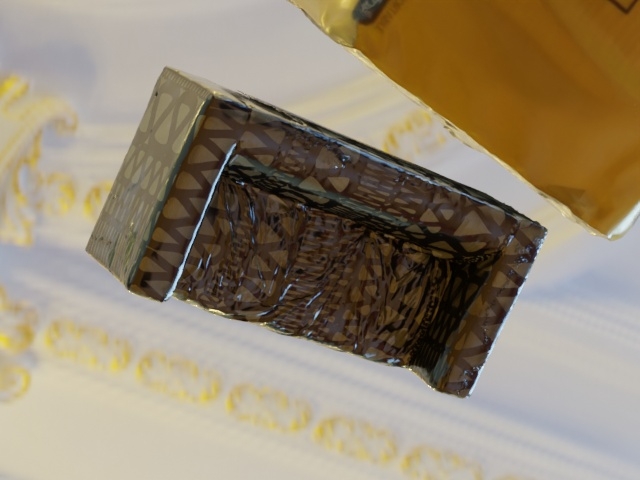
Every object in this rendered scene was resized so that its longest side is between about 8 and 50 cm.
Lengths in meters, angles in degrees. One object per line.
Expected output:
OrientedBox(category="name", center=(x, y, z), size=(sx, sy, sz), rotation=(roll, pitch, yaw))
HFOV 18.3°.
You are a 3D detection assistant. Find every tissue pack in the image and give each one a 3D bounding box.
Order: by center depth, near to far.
OrientedBox(category="tissue pack", center=(0.169, -0.223, 1.110), size=(0.228, 0.293, 0.382), rotation=(34, -85, -14))

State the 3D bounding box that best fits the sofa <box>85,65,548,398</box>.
OrientedBox(category="sofa", center=(0.000, 0.000, 0.550), size=(0.118, 0.039, 0.060), rotation=(20, -81, -32))
